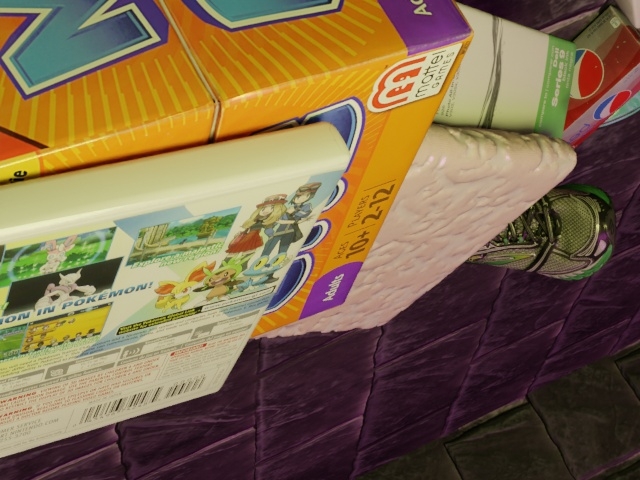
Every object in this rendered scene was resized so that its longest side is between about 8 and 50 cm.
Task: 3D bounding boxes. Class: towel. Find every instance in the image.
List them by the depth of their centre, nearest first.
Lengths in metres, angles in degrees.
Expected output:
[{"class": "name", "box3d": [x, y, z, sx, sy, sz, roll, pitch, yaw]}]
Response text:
[{"class": "towel", "box3d": [0.050, -0.007, 1.301, 0.331, 0.053, 0.317, -1, 147, -49]}]

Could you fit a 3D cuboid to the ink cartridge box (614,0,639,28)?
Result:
[{"class": "ink cartridge box", "box3d": [0.426, -0.392, 1.424, 0.306, 0.131, 0.226, -31, 158, 6]}]

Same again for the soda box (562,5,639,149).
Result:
[{"class": "soda box", "box3d": [0.335, -0.189, 1.790, 0.083, 0.092, 0.263, -3, 146, -52]}]

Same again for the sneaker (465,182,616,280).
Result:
[{"class": "sneaker", "box3d": [0.260, -0.011, 1.871, 0.146, 0.134, 0.343, 2, 176, -44]}]

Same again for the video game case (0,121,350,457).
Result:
[{"class": "video game case", "box3d": [-0.171, 0.054, 0.830, 0.329, 0.036, 0.300, -14, 153, -30]}]

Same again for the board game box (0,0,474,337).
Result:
[{"class": "board game box", "box3d": [-0.171, -0.128, 0.958, 0.356, 0.356, 0.357, -19, 155, -24]}]

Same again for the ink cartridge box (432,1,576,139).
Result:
[{"class": "ink cartridge box", "box3d": [0.096, -0.176, 1.353, 0.289, 0.211, 0.122, 4, 98, -54]}]

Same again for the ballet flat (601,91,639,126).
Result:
[{"class": "ballet flat", "box3d": [0.458, -0.247, 1.861, 0.247, 0.083, 0.087, -27, 133, -6]}]
